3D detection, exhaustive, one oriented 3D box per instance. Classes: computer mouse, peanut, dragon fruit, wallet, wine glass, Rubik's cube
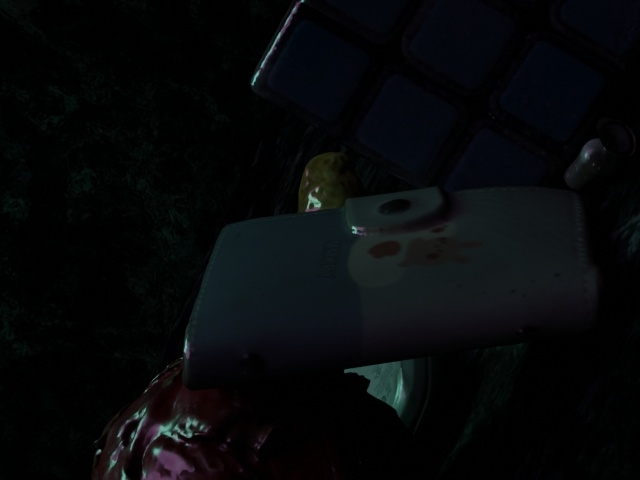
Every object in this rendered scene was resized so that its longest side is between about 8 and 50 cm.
[{"bbox_3d":[0.074,0.134,1.766,0.159,0.097,0.288,-60,25,26],"label":"computer mouse"},{"bbox_3d":[0.000,0.000,2.350,0.253,0.137,0.122,-65,12,-22],"label":"peanut"},{"bbox_3d":[-0.060,0.246,1.555,0.329,0.329,0.329,-60,11,19],"label":"dragon fruit"},{"bbox_3d":[0.065,0.029,1.497,0.252,0.360,0.083,-84,-16,-62],"label":"wallet"},{"bbox_3d":[0.248,-0.075,1.558,0.039,0.042,0.083,-63,5,-30],"label":"wine glass"},{"bbox_3d":[0.142,-0.231,1.692,0.305,0.301,0.304,-59,5,21],"label":"Rubik's cube"}]
